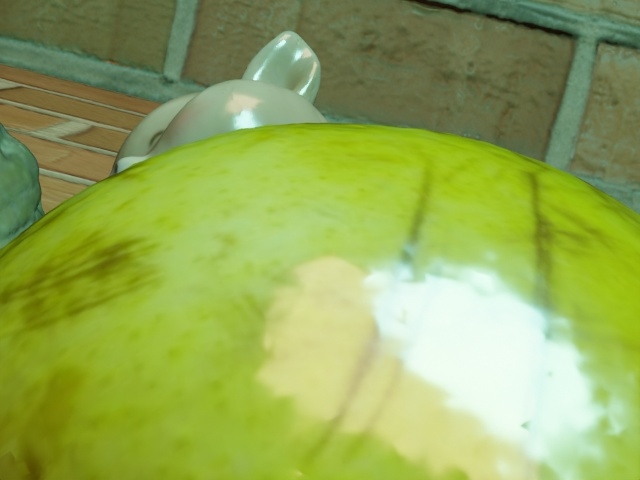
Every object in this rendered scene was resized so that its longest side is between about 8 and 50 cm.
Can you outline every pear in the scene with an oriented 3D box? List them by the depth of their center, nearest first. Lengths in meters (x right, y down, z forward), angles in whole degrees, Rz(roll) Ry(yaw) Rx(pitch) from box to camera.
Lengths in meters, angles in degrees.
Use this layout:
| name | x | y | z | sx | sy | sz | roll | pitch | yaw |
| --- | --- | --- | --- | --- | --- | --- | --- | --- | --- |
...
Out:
| name | x | y | z | sx | sy | sz | roll | pitch | yaw |
| --- | --- | --- | --- | --- | --- | --- | --- | --- | --- |
| pear | 0.007 | 0.105 | 0.415 | 0.280 | 0.281 | 0.281 | 13 | 9 | -2 |

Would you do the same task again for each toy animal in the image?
| name | x | y | z | sx | sy | sz | roll | pitch | yaw |
| --- | --- | --- | --- | --- | --- | --- | --- | --- | --- |
| toy animal | 0.000 | 0.000 | 1.219 | 0.326 | 0.237 | 0.269 | 14 | 17 | -28 |

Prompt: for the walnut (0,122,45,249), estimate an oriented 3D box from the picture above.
| name | x | y | z | sx | sy | sz | roll | pitch | yaw |
| --- | --- | --- | --- | --- | --- | --- | --- | --- | --- |
| walnut | -0.265 | -0.019 | 1.069 | 0.178 | 0.178 | 0.230 | 9 | 6 | -26 |
